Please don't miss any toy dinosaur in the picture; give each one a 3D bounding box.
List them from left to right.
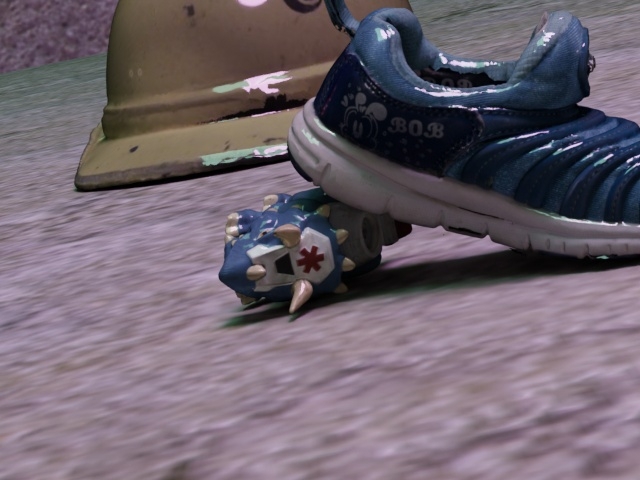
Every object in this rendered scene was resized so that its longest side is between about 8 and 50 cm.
[{"bbox_3d":[0.000,0.000,0.623,0.047,0.031,0.083,-5,12,29],"label":"toy dinosaur"}]

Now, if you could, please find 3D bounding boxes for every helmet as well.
[{"bbox_3d":[-0.041,-0.124,1.096,0.204,0.137,0.257,-8,10,19],"label":"helmet"}]

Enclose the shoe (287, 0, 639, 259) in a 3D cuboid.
[{"bbox_3d":[0.062,-0.035,0.596,0.143,0.071,0.064,16,22,15],"label":"shoe"}]
